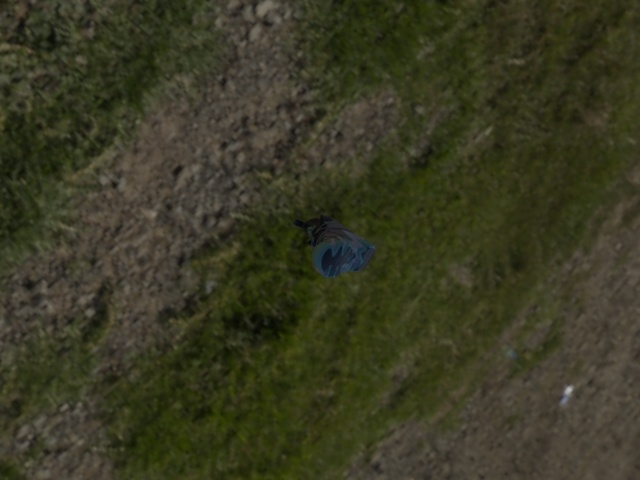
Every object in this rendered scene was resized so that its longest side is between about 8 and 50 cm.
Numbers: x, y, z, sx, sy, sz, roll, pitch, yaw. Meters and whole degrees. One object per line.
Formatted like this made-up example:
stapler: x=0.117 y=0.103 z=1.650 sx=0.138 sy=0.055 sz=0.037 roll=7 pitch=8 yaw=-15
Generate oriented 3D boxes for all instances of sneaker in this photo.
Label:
sneaker: x=0.000 y=0.000 z=0.936 sx=0.038 sy=0.069 sz=0.098 roll=-58 pitch=158 yaw=11
